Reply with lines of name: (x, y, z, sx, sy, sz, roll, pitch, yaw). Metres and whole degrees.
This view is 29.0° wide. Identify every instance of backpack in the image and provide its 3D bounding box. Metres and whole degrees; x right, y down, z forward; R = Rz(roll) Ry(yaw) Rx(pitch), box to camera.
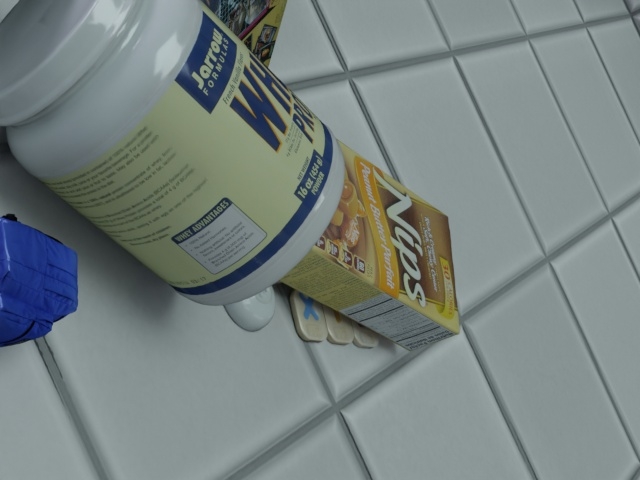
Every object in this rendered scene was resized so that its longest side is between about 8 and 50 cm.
backpack: (-0.273, 0.042, 1.082, 0.120, 0.098, 0.101, 27, 56, -62)

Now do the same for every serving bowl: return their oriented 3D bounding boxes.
serving bowl: (-0.078, 0.061, 1.418, 0.083, 0.027, 0.083, 36, 41, -40)

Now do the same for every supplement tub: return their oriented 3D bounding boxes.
supplement tub: (-0.157, -0.111, 1.221, 0.325, 0.235, 0.235, 43, 38, -32)

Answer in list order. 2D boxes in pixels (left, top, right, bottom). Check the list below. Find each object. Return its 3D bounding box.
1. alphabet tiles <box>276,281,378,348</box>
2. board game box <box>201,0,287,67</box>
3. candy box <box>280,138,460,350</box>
alphabet tiles: (0.000, 0.000, 1.584, 0.284, 0.021, 0.278, 13, 58, -52)
board game box: (-0.104, -0.237, 1.416, 0.042, 0.243, 0.165, 27, 25, 19)
candy box: (0.050, -0.001, 1.553, 0.316, 0.087, 0.183, 30, 48, -43)
